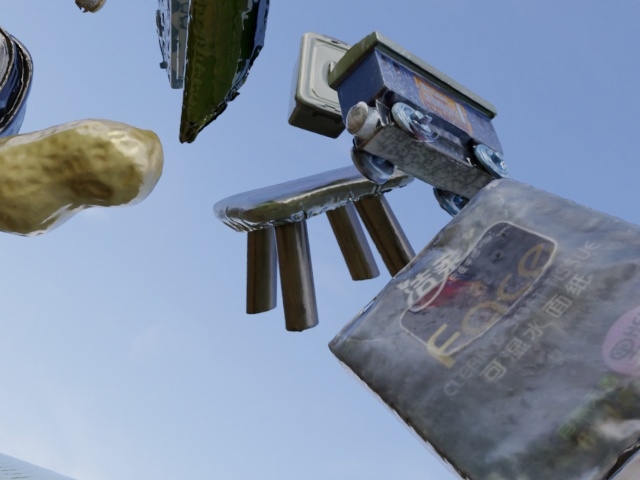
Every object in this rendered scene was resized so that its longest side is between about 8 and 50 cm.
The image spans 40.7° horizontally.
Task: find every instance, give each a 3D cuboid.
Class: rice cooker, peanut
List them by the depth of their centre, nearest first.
[{"bbox_3d":[-0.356,-0.078,1.141,0.318,0.147,0.148,-6,-59,15],"label":"peanut"},{"bbox_3d":[-0.615,-0.243,1.436,0.267,0.267,0.224,44,-30,5],"label":"rice cooker"}]

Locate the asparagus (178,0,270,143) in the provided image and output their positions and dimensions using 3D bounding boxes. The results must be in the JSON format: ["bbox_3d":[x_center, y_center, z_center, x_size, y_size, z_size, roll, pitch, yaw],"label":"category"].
[{"bbox_3d":[-0.128,-0.310,1.201,0.108,0.128,0.382,36,-51,34],"label":"asparagus"}]

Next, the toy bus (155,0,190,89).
[{"bbox_3d":[-0.219,-0.385,1.446,0.297,0.106,0.131,109,-33,-62],"label":"toy bus"}]

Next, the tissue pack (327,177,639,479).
[{"bbox_3d":[0.185,0.094,0.723,0.122,0.259,0.361,51,-7,-28],"label":"tissue pack"}]

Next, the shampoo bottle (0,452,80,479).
[{"bbox_3d":[-0.158,0.154,0.432,0.262,0.085,0.085,-10,-65,53],"label":"shampoo bottle"}]

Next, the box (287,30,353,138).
[{"bbox_3d":[0.005,-0.259,1.483,0.124,0.172,0.093,16,-33,-16],"label":"box"}]

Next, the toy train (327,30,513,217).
[{"bbox_3d":[0.150,-0.157,1.266,0.299,0.202,0.131,24,-50,-34],"label":"toy train"}]

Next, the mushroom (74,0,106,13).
[{"bbox_3d":[-0.526,-0.561,1.773,0.092,0.081,0.223,19,-19,48],"label":"mushroom"}]

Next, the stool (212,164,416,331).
[{"bbox_3d":[0.000,0.000,1.500,0.310,0.310,0.226,-169,-114,-68],"label":"stool"}]
